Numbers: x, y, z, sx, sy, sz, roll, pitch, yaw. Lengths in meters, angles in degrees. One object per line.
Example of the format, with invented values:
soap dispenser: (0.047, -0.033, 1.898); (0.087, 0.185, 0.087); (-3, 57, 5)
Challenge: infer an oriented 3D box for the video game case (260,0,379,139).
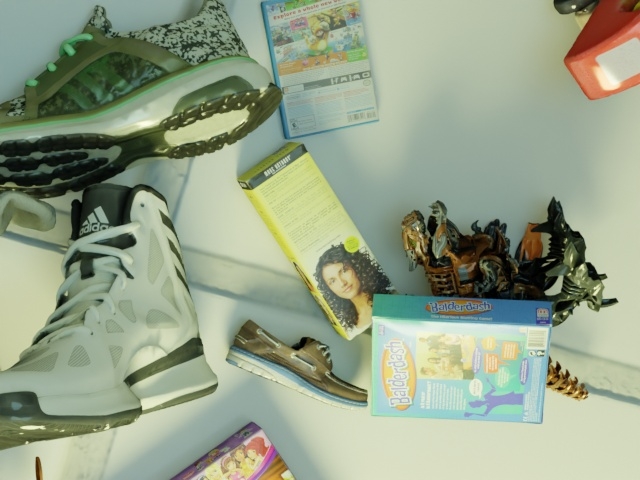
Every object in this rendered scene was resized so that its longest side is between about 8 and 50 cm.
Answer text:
video game case: (0.000, -0.213, 2.020); (0.119, 0.015, 0.166); (-12, 98, -14)

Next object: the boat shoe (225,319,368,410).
boat shoe: (-0.018, 0.149, 2.017); (0.183, 0.066, 0.066); (23, 87, -16)

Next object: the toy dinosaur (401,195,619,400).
toy dinosaur: (0.231, 0.066, 2.057); (0.218, 0.164, 0.322); (-34, 134, 12)

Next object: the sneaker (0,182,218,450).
sneaker: (-0.264, 0.073, 1.792); (0.169, 0.447, 0.258); (-12, 89, 19)

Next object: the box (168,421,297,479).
box: (-0.140, 0.382, 2.005); (0.293, 0.057, 0.201); (-35, 102, -10)

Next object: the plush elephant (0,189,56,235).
plush elephant: (-0.434, 0.031, 1.800); (0.271, 0.255, 0.330); (17, 109, 13)

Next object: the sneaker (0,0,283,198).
sneaker: (-0.259, -0.171, 1.914); (0.410, 0.158, 0.182); (-14, 67, -12)

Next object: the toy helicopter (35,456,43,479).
toy helicopter: (-0.382, 0.397, 1.913); (0.235, 0.140, 0.355); (-24, 113, -9)

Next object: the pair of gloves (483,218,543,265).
pair of gloves: (0.239, 0.012, 2.107); (0.083, 0.010, 0.074); (6, 96, -14)

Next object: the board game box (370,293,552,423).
board game box: (0.165, 0.142, 2.007); (0.210, 0.047, 0.160); (3, 127, 3)

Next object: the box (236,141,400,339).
box: (0.000, 0.000, 2.015); (0.087, 0.058, 0.232); (-36, 102, -10)

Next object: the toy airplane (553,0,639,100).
toy airplane: (0.498, -0.331, 2.014); (0.386, 0.272, 0.385); (8, 95, -22)
